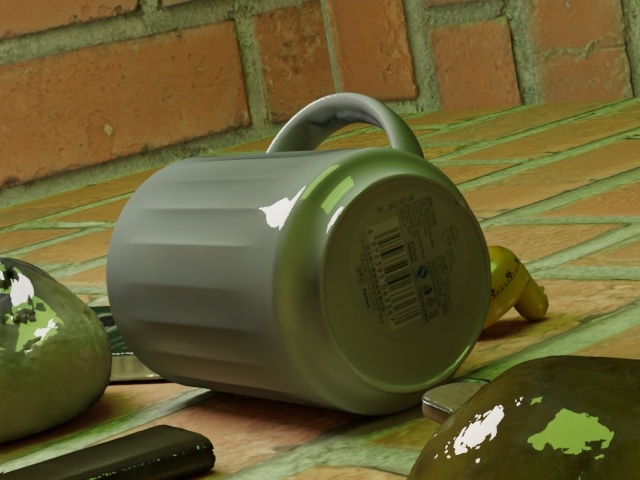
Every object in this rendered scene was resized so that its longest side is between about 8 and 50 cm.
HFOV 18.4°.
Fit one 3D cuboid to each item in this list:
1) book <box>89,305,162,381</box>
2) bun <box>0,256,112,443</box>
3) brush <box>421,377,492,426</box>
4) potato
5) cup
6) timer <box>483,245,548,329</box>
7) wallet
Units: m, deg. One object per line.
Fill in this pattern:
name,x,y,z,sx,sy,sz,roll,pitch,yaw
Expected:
book,-0.206,0.110,2.194,0.371,0.043,0.260,-3,9,29
bun,-0.342,0.108,1.953,0.273,0.168,0.273,-8,17,2
brush,0.189,0.169,1.384,0.070,0.065,0.327,-10,17,-36
potato,0.183,0.132,1.258,0.299,0.116,0.239,-7,21,10
cup,0.000,0.000,1.852,0.327,0.237,0.322,0,57,54
timer,0.170,0.059,2.020,0.107,0.109,0.107,-38,13,10
wallet,-0.197,0.198,1.656,0.198,0.031,0.110,-15,10,-28
